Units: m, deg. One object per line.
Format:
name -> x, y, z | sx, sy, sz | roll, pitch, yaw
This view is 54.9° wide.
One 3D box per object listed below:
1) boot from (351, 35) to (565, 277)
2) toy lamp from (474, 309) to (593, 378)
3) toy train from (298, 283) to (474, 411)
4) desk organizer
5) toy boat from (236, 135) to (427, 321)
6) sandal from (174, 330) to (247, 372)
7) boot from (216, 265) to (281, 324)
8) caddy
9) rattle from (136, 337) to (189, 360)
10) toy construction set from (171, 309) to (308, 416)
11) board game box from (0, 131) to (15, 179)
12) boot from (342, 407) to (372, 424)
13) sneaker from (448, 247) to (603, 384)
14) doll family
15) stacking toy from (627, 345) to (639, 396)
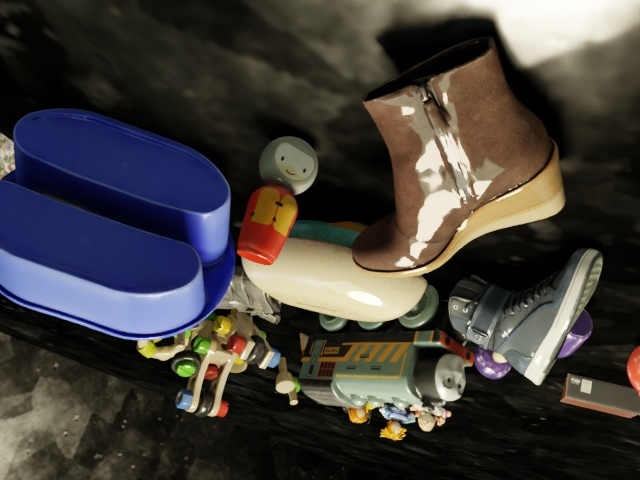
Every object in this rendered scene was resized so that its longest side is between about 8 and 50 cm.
boot -> 0.095, -0.069, 0.604 | 0.248, 0.090, 0.207 | -22, 130, 29
toy lamp -> 0.328, 0.162, 0.969 | 0.080, 0.080, 0.274 | 19, 154, -3
toy train -> 0.106, 0.184, 1.021 | 0.334, 0.190, 0.142 | -10, 145, 44
desk organizer -> 0.522, 0.291, 1.151 | 0.130, 0.047, 0.050 | 12, 157, 12
toy boat -> 0.000, 0.000, 0.796 | 0.268, 0.148, 0.318 | 10, 162, 27
sandal -> -0.269, 0.278, 1.624 | 0.240, 0.088, 0.079 | 11, -173, 28
boot -> -0.184, 0.054, 1.058 | 0.223, 0.118, 0.338 | 8, 165, 13
caddy -> -0.275, -0.014, 0.802 | 0.341, 0.241, 0.179 | 20, 149, -6
rattle -> -0.378, 0.204, 1.570 | 0.130, 0.142, 0.199 | 33, 115, -17
toy construction set -> -0.173, 0.228, 1.352 | 0.309, 0.237, 0.257 | 5, 128, -15
board game box -> -0.496, -0.029, 1.022 | 0.232, 0.141, 0.291 | -6, 146, 41
boot -> 0.051, 0.322, 1.407 | 0.198, 0.137, 0.077 | 24, 155, -11
sneaker -> 0.260, 0.074, 0.818 | 0.163, 0.086, 0.226 | 34, 134, 26
doll family -> 0.147, 0.343, 1.348 | 0.263, 0.163, 0.118 | 21, 152, -8
stacking toy -> 0.566, 0.263, 0.979 | 0.141, 0.141, 0.330 | -7, 141, 41
